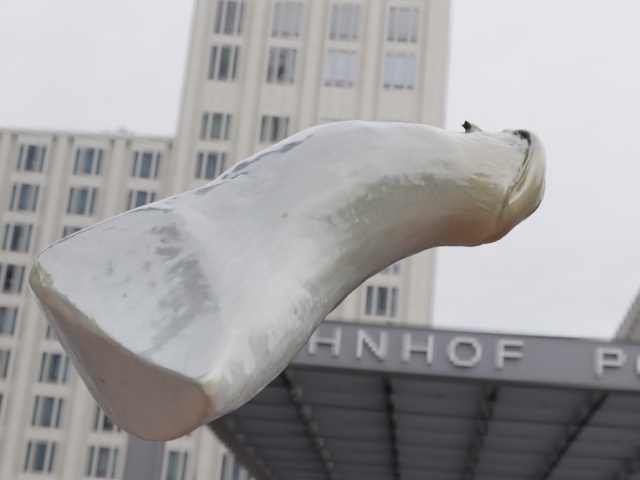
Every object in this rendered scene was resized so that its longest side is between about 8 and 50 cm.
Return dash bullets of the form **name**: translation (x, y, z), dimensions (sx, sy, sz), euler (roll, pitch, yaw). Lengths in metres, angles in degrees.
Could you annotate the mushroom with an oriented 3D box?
- **mushroom**: translation (0.001, 0.000, 0.855), dimensions (0.177, 0.126, 0.397), euler (22, 38, 35)
